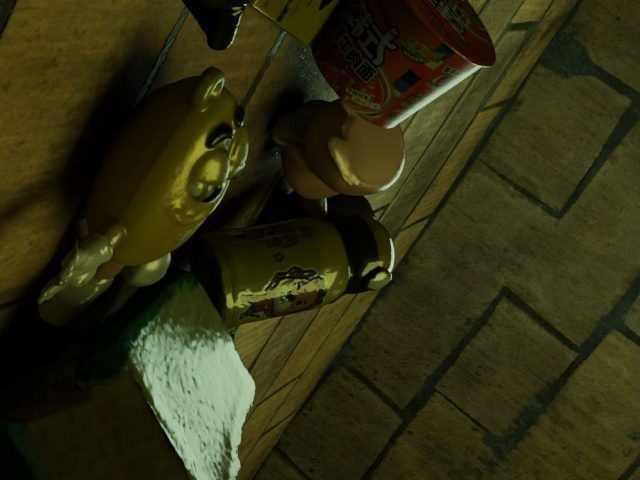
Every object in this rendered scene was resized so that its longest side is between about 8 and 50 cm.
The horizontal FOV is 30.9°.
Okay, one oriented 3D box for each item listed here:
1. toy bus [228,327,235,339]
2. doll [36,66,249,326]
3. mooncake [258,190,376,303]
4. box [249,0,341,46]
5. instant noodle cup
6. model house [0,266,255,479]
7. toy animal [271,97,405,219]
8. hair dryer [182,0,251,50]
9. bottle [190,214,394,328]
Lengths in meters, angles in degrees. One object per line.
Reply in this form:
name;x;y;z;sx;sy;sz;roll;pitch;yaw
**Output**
toy bus;-0.285;0.213;2.123;0.302;0.113;0.139;-36;160;-42
doll;-0.239;-0.035;1.495;0.348;0.161;0.423;-51;180;-14
mooncake;0.000;0.000;2.241;0.133;0.245;0.245;-43;165;-46
box;-0.021;-0.364;1.601;0.153;0.041;0.279;-55;167;7
instant noodle cup;0.118;-0.309;1.793;0.192;0.250;0.250;-39;174;28
model house;-0.319;0.265;1.725;0.343;0.334;0.382;-22;-163;17
toy animal;0.019;-0.151;1.971;0.213;0.256;0.195;24;79;-37
hair dryer;-0.165;-0.296;1.202;0.302;0.116;0.244;-27;154;-38
bottle;-0.038;0.041;2.020;0.351;0.171;0.171;-11;150;-20
